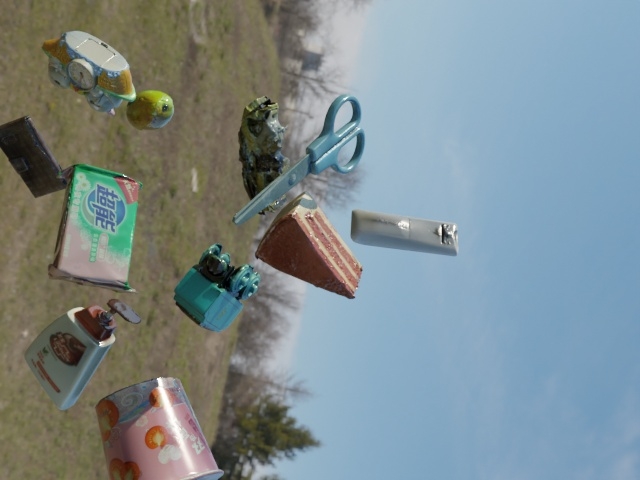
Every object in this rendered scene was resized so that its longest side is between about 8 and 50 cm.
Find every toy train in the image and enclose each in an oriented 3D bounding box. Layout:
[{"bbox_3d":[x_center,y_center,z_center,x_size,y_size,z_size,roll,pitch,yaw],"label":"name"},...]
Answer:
[{"bbox_3d":[-0.203,0.096,1.558,0.154,0.107,0.198,-53,164,-8],"label":"toy train"}]

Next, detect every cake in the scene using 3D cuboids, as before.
[{"bbox_3d":[0.000,0.000,1.877,0.158,0.262,0.160,-67,180,-56],"label":"cake"}]

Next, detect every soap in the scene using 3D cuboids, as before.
[{"bbox_3d":[-0.502,-0.021,1.784,0.098,0.217,0.273,-30,-129,52],"label":"soap"}]

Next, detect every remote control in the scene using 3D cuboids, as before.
[{"bbox_3d":[0.241,-0.030,2.235,0.055,0.313,0.109,105,-10,-57],"label":"remote control"}]

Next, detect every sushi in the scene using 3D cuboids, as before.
[{"bbox_3d":[-0.132,-0.217,1.976,0.139,0.131,0.291,-45,132,-57],"label":"sushi"}]

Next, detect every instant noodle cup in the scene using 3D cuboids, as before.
[{"bbox_3d":[-0.354,0.433,1.687,0.243,0.243,0.231,118,-47,-62],"label":"instant noodle cup"}]

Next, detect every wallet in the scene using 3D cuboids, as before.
[{"bbox_3d":[-0.806,-0.231,2.209,0.042,0.124,0.230,-87,157,-54],"label":"wallet"}]

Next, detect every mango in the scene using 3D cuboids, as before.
[{"bbox_3d":[-0.472,-0.356,2.164,0.233,0.125,0.111,22,-72,61],"label":"mango"}]

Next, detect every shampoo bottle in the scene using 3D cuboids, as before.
[{"bbox_3d":[-0.468,0.202,1.565,0.284,0.153,0.071,-41,171,29],"label":"shampoo bottle"}]

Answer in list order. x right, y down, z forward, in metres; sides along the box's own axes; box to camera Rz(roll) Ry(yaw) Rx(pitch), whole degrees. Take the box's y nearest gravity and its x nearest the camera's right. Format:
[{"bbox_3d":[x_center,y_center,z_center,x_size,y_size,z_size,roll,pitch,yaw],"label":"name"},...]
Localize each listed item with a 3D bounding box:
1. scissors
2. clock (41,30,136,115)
[{"bbox_3d":[-0.040,-0.157,1.737,0.447,0.029,0.193,-42,138,-35],"label":"scissors"},{"bbox_3d":[-0.497,-0.357,1.689,0.103,0.231,0.144,-55,179,-44],"label":"clock"}]
